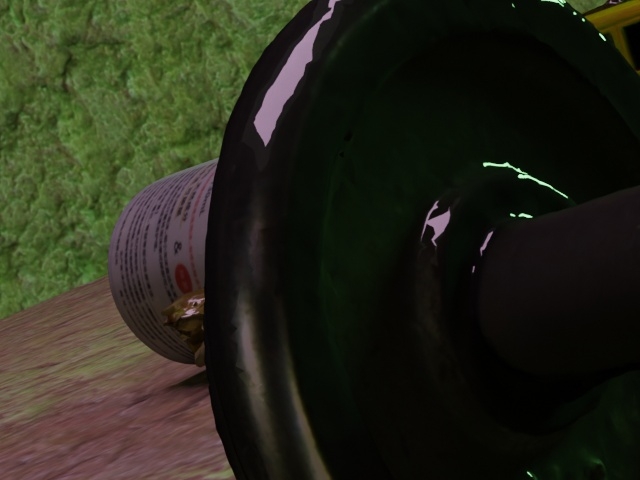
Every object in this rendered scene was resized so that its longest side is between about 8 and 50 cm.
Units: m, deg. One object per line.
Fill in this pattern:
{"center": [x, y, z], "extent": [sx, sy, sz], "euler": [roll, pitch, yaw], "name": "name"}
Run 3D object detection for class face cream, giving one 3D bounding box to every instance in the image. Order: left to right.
{"center": [0.000, 0.000, 1.101], "extent": [0.145, 0.145, 0.369], "euler": [-24, 7, -32], "name": "face cream"}

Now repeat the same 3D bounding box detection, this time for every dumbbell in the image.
{"center": [0.094, 0.004, 0.395], "extent": [0.290, 0.192, 0.192], "euler": [-17, 6, 45], "name": "dumbbell"}

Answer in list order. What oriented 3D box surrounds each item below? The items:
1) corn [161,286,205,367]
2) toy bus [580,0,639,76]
{"center": [0.095, 0.011, 0.651], "extent": [0.305, 0.122, 0.123], "euler": [-21, 50, -1], "name": "corn"}
{"center": [0.169, -0.089, 1.288], "extent": [0.331, 0.151, 0.145], "euler": [-16, 10, 42], "name": "toy bus"}
